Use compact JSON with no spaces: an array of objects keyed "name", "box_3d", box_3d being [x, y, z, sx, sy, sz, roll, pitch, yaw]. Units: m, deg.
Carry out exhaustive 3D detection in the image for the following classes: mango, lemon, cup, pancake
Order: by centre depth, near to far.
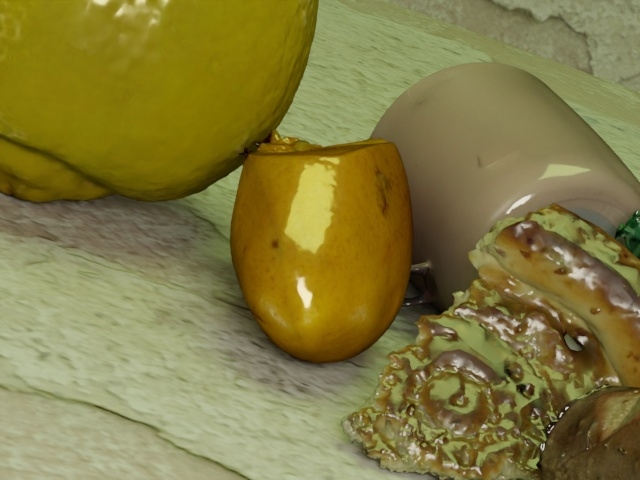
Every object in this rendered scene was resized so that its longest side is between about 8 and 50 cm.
[{"name":"pancake","box_3d":[0.140,0.104,1.203,0.245,0.057,0.266,-16,67,-16]},{"name":"mango","box_3d":[0.000,0.000,1.342,0.126,0.153,0.252,-6,23,6]},{"name":"lemon","box_3d":[-0.159,-0.191,1.458,0.348,0.348,0.348,18,16,-5]},{"name":"cup","box_3d":[0.121,-0.008,1.500,0.253,0.191,0.200,-16,29,-11]}]

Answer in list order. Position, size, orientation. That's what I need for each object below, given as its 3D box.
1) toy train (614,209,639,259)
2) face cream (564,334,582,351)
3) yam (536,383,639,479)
[{"name":"toy train","box_3d":[0.236,0.059,1.388,0.105,0.178,0.071,26,24,-16]},{"name":"face cream","box_3d":[0.238,0.074,1.302,0.269,0.082,0.082,-18,23,-5]},{"name":"yam","box_3d":[0.233,0.137,1.044,0.129,0.128,0.238,-17,3,-24]}]
